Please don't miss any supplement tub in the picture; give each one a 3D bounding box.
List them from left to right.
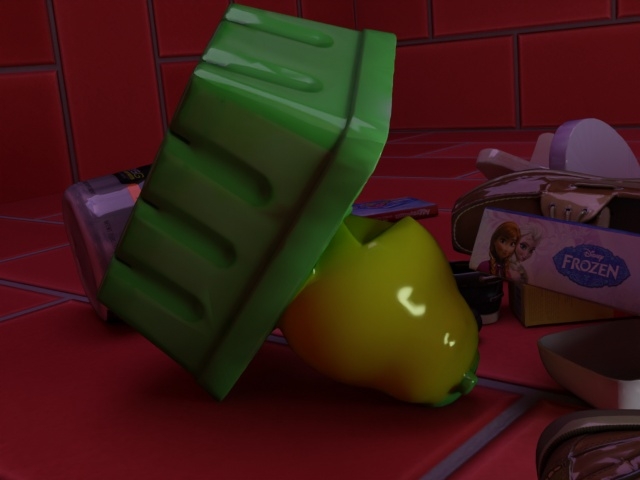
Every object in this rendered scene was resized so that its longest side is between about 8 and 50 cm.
[{"bbox_3d":[-0.187,-0.022,1.176,0.338,0.207,0.207,-18,17,-24],"label":"supplement tub"}]

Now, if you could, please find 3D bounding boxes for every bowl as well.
[{"bbox_3d":[0.292,0.122,0.746,0.142,0.053,0.142,-10,13,-17],"label":"bowl"}]

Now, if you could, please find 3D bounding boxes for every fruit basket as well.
[{"bbox_3d":[0.000,0.000,0.801,0.391,0.392,0.283,-3,36,10],"label":"fruit basket"}]

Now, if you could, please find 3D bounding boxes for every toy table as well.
[{"bbox_3d":[0.356,-0.061,1.164,0.160,0.274,0.252,-1,46,48],"label":"toy table"}]

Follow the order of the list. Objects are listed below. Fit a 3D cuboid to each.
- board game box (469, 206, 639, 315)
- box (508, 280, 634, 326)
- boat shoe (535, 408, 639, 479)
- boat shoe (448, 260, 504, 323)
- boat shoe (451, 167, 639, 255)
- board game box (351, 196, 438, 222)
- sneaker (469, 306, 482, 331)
[{"bbox_3d":[0.357,0.053,0.712,0.318,0.066,0.318,14,2,-39],"label":"board game box"},{"bbox_3d":[0.358,0.060,0.992,0.232,0.058,0.087,-5,12,-1],"label":"box"},{"bbox_3d":[0.291,0.159,0.485,0.307,0.111,0.104,-12,14,14],"label":"boat shoe"},{"bbox_3d":[0.121,0.040,1.028,0.233,0.079,0.084,12,26,17],"label":"boat shoe"},{"bbox_3d":[0.322,-0.024,0.971,0.323,0.123,0.120,-4,14,10],"label":"boat shoe"},{"bbox_3d":[0.092,-0.055,1.697,0.281,0.027,0.145,-9,14,-19],"label":"board game box"},{"bbox_3d":[0.072,0.058,0.940,0.228,0.132,0.086,-2,13,14],"label":"sneaker"}]
